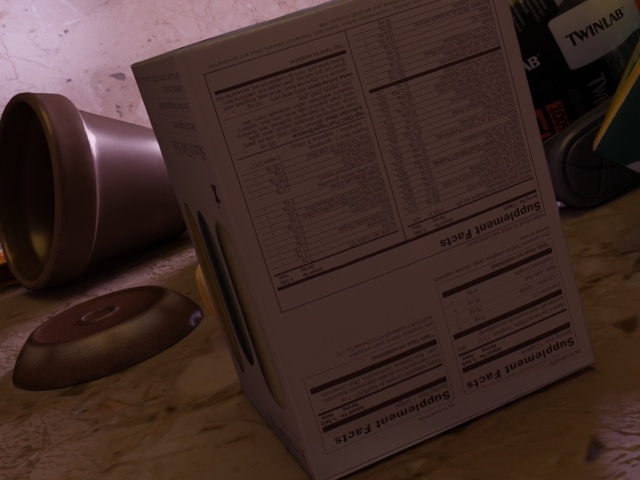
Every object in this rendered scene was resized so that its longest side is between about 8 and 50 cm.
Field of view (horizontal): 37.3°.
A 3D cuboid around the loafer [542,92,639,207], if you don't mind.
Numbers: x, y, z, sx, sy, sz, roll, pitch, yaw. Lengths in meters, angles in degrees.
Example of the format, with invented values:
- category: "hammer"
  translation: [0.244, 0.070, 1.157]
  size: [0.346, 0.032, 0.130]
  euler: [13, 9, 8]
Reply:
- category: "loafer"
  translation: [0.330, -0.123, 0.996]
  size: [0.303, 0.109, 0.095]
  euler: [-26, 13, -24]

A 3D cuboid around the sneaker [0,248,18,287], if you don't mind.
- category: "sneaker"
  translation: [-0.405, 0.027, 1.393]
  size: [0.175, 0.064, 0.067]
  euler: [-26, 36, -14]

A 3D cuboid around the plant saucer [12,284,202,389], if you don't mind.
- category: "plant saucer"
  translation: [-0.218, 0.088, 0.956]
  size: [0.199, 0.036, 0.198]
  euler: [-15, 14, 4]

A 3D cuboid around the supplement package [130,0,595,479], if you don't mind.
- category: "supplement package"
  translation: [0.019, -0.023, 0.633]
  size: [0.198, 0.262, 0.199]
  euler: [-21, 14, -14]

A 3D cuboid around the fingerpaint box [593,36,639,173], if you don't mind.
- category: "fingerpaint box"
  translation: [0.415, -0.288, 0.759]
  size: [0.163, 0.371, 0.444]
  euler: [27, 46, 8]

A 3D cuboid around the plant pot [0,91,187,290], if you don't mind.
- category: "plant pot"
  translation: [-0.302, -0.068, 1.311]
  size: [0.229, 0.262, 0.263]
  euler: [-3, 4, -36]

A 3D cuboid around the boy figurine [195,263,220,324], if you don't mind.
- category: "boy figurine"
  translation: [0.000, 0.000, 0.928]
  size: [0.177, 0.092, 0.285]
  euler: [1, 23, 40]

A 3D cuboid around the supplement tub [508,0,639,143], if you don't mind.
- category: "supplement tub"
  translation: [0.210, -0.199, 1.078]
  size: [0.338, 0.207, 0.207]
  euler: [-29, 12, 12]
